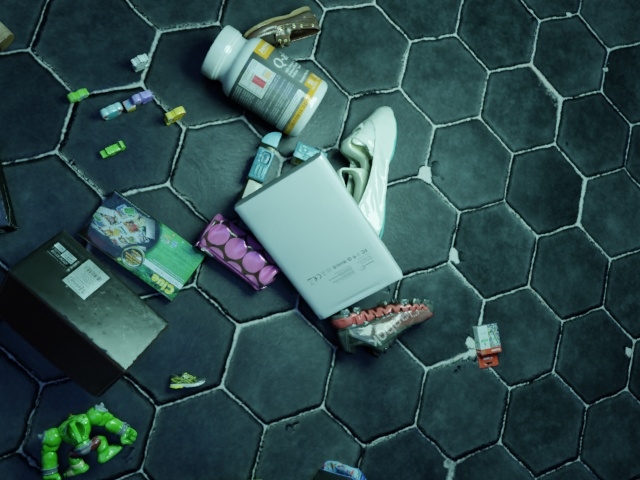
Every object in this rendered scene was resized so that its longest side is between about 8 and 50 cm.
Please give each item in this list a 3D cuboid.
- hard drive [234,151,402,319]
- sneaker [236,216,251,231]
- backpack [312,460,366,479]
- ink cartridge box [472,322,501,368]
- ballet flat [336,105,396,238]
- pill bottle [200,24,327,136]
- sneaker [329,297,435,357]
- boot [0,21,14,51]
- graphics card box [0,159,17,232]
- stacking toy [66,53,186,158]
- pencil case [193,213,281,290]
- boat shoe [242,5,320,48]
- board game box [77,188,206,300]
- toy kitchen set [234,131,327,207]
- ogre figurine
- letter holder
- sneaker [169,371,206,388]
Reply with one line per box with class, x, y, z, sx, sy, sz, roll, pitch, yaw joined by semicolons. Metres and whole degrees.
hard drive;0.000;0.000;1.323;0.233;0.047;0.353;-29;113;16
sneaker;-0.069;0.005;1.398;0.283;0.110;0.122;14;83;-14
backpack;0.065;0.620;1.342;0.117;0.158;0.173;-47;111;-34
ink cartridge box;0.453;0.284;1.553;0.063;0.029;0.115;-7;85;-17
ballet flat;0.104;-0.179;1.420;0.139;0.139;0.400;14;69;-14
pill bottle;-0.136;-0.386;1.396;0.278;0.162;0.162;32;76;-11
sneaker;0.162;0.218;1.443;0.276;0.097;0.135;-10;86;-15
boot;-0.801;-0.442;1.261;0.152;0.073;0.197;39;63;-10
graphics card box;-0.856;-0.092;1.190;0.371;0.094;0.232;-13;87;-18
stacking toy;-0.456;-0.318;1.353;0.221;0.052;0.167;-33;93;-16
pencil case;-0.193;0.035;1.367;0.209;0.095;0.098;37;55;-10
boat shoe;-0.095;-0.531;1.470;0.207;0.073;0.073;-29;90;-17
board game box;-0.411;0.012;1.339;0.260;0.030;0.136;38;73;-9
toy kitchen set;-0.090;-0.151;1.401;0.166;0.122;0.207;22;78;-13
ogre figurine;-0.507;0.428;1.229;0.197;0.097;0.118;-21;101;-6
letter holder;-0.520;0.168;1.241;0.302;0.214;0.152;44;42;-6
sneaker;-0.307;0.321;1.330;0.083;0.031;0.035;-4;84;-16
